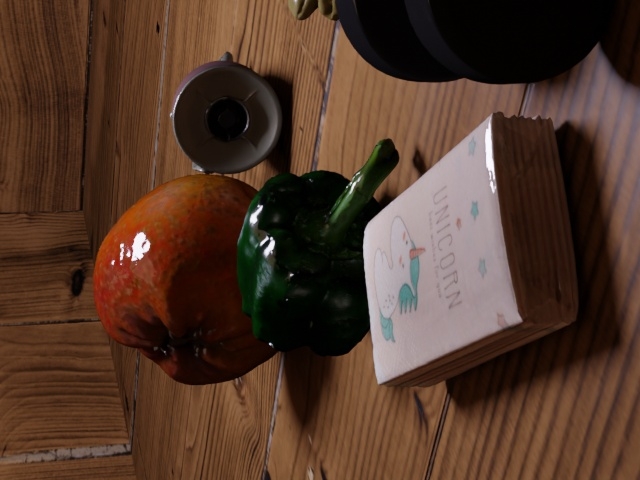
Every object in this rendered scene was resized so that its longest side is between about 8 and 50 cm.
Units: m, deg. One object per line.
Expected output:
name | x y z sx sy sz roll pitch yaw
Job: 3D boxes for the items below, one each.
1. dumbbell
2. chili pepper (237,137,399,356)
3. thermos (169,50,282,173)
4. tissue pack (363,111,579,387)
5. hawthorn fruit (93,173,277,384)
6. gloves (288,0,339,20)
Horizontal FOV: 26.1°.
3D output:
dumbbell | 0.113 -0.195 1.054 0.218 0.152 0.152 -157 66 -72
chili pepper | 0.000 0.000 1.449 0.261 0.165 0.174 108 166 -45
thermos | -0.144 -0.174 1.947 0.265 0.146 0.176 -127 54 -76
tissue pack | 0.120 0.022 1.192 0.325 0.071 0.170 137 131 -67
hawthorn fruit | -0.147 0.027 1.810 0.277 0.277 0.298 109 170 -50
gloves | -0.044 -0.393 1.530 0.331 0.141 0.154 59 179 -27
